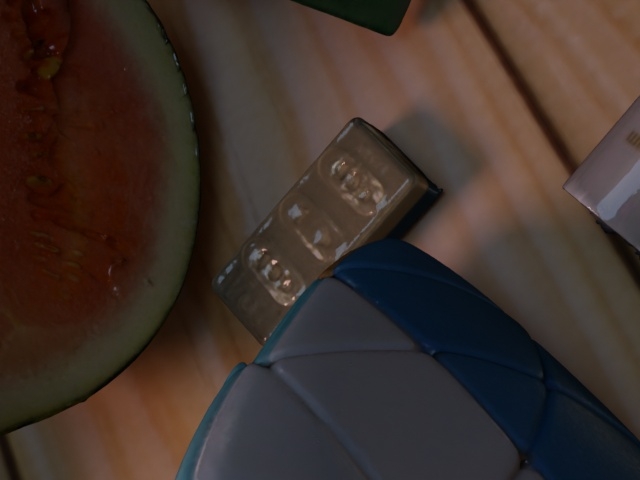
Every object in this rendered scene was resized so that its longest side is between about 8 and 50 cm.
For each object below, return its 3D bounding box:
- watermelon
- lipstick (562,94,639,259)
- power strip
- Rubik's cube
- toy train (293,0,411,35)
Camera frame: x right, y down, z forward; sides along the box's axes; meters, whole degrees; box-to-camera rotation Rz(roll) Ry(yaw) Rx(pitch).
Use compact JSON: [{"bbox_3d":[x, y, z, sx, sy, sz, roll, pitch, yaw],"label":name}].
[{"bbox_3d":[-0.129,-0.031,0.726,0.128,0.159,0.303,0,74,-1],"label":"watermelon"},{"bbox_3d":[0.211,-0.104,0.588,0.264,0.059,0.059,-51,59,8],"label":"lipstick"},{"bbox_3d":[0.000,0.000,0.693,0.123,0.032,0.056,-49,58,10],"label":"power strip"},{"bbox_3d":[0.012,0.086,0.557,0.254,0.254,0.254,-8,72,28],"label":"Rubik's cube"},{"bbox_3d":[-0.016,-0.255,0.688,0.202,0.145,0.266,34,106,39],"label":"toy train"}]
